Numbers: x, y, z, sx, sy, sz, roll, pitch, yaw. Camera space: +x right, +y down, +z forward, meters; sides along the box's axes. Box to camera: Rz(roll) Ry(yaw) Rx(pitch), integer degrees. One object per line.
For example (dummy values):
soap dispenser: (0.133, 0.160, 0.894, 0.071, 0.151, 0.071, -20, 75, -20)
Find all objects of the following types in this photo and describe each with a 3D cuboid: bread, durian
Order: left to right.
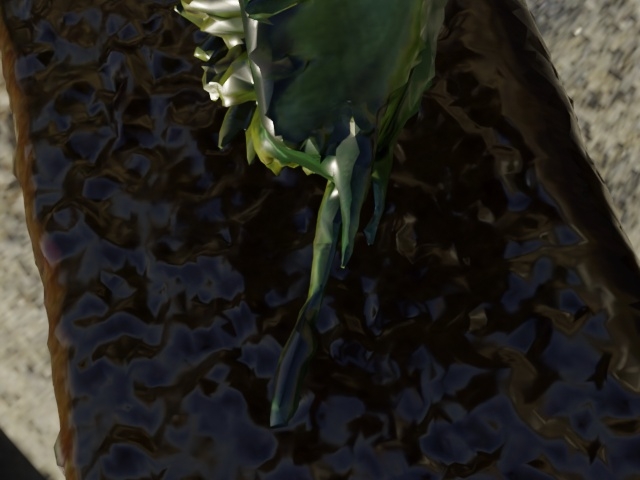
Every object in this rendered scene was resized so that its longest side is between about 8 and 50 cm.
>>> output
durian: (-0.039, -0.147, 0.404, 0.132, 0.106, 0.375, -18, 97, -15)
bread: (0.000, 0.000, 0.500, 0.165, 0.417, 0.113, -17, 142, 1)
